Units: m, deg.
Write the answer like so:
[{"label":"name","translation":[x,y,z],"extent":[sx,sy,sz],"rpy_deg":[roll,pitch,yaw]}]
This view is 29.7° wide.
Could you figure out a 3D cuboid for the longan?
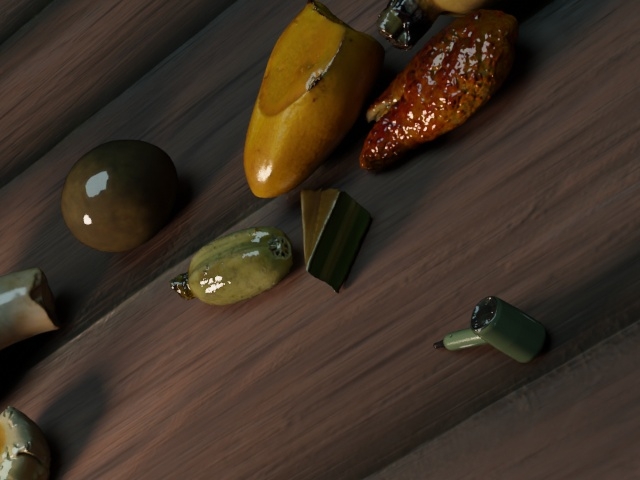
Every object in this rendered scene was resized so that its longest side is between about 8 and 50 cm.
[{"label":"longan","translation":[-0.298,-0.066,1.810],"extent":[0.185,0.159,0.204],"rpy_deg":[-38,-2,-9]}]

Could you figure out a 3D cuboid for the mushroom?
[{"label":"mushroom","translation":[-0.544,0.148,1.832],"extent":[0.290,0.292,0.292],"rpy_deg":[-13,44,0]}]

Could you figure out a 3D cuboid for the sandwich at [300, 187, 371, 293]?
[{"label":"sandwich","translation":[0.000,0.000,1.509],"extent":[0.074,0.074,0.116],"rpy_deg":[5,65,45]}]

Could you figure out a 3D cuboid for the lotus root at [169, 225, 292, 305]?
[{"label":"lotus root","translation":[-0.115,0.038,1.590],"extent":[0.183,0.077,0.090],"rpy_deg":[-22,39,28]}]

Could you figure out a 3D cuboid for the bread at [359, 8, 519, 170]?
[{"label":"bread","translation":[0.137,-0.190,1.509],"extent":[0.269,0.095,0.139],"rpy_deg":[-30,35,32]}]

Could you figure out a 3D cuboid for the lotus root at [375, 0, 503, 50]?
[{"label":"lotus root","translation":[0.191,-0.364,1.523],"extent":[0.310,0.183,0.183],"rpy_deg":[-45,38,7]}]

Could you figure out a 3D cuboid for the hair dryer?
[{"label":"hair dryer","translation":[0.164,0.099,1.278],"extent":[0.150,0.071,0.047],"rpy_deg":[-19,44,57]}]

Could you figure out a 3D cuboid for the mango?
[{"label":"mango","translation":[-0.020,-0.175,1.614],"extent":[0.257,0.138,0.187],"rpy_deg":[-58,24,13]}]

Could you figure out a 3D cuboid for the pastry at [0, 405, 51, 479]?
[{"label":"pastry","translation":[-0.442,0.318,1.689],"extent":[0.166,0.088,0.166],"rpy_deg":[-25,45,29]}]
